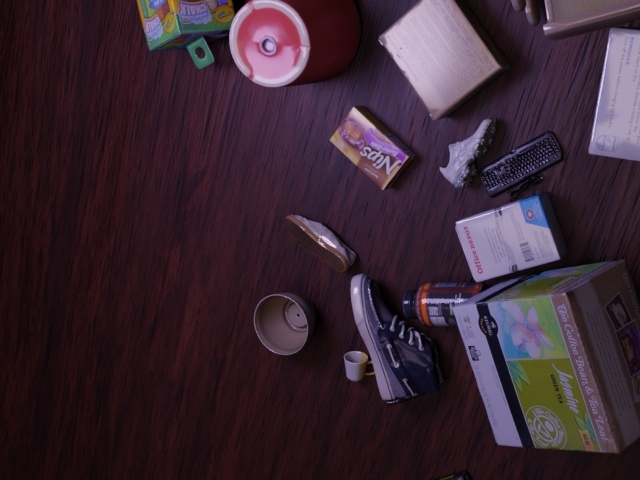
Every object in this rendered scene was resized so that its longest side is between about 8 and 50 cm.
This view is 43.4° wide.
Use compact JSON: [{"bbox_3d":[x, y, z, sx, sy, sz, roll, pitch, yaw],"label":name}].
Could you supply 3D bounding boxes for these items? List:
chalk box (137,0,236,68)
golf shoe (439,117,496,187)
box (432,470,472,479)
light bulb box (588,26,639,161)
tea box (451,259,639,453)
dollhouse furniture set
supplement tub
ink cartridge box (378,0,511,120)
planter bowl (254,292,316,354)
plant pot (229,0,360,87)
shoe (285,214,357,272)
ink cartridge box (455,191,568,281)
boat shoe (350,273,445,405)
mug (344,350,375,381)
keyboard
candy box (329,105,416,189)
[{"bbox_3d":[-0.336,-0.577,2.007,0.180,0.179,0.289,-7,98,53],"label":"chalk box"},{"bbox_3d":[0.330,-0.209,1.823,0.086,0.069,0.176,38,113,26],"label":"golf shoe"},{"bbox_3d":[0.331,0.696,2.034,0.184,0.045,0.191,-29,87,33],"label":"box"},{"bbox_3d":[0.708,-0.253,1.437,0.360,0.358,0.225,13,109,25],"label":"light bulb box"},{"bbox_3d":[0.499,0.242,1.680,0.323,0.219,0.329,-17,93,55],"label":"tea box"},{"bbox_3d":[0.521,-0.483,1.459,0.361,0.394,0.257,-8,88,29],"label":"dollhouse furniture set"},{"bbox_3d":[0.297,0.150,1.895,0.197,0.106,0.106,-2,100,29],"label":"supplement tub"},{"bbox_3d":[0.275,-0.419,1.790,0.193,0.088,0.235,-36,84,31],"label":"ink cartridge box"},{"bbox_3d":[-0.079,0.207,2.109,0.162,0.109,0.162,6,103,27],"label":"planter bowl"},{"bbox_3d":[-0.073,-0.472,1.849,0.274,0.243,0.275,9,116,18],"label":"plant pot"},{"bbox_3d":[0.000,0.000,2.057,0.219,0.058,0.077,39,147,20],"label":"shoe"},{"bbox_3d":[0.426,-0.008,1.800,0.203,0.086,0.148,-18,93,31],"label":"ink cartridge box"},{"bbox_3d":[0.194,0.231,1.971,0.158,0.127,0.341,-14,102,24],"label":"boat shoe"},{"bbox_3d":[0.097,0.330,2.071,0.078,0.062,0.064,15,116,32],"label":"mug"},{"bbox_3d":[0.447,-0.156,1.785,0.192,0.038,0.100,-31,86,31],"label":"keyboard"},{"bbox_3d":[0.125,-0.223,1.936,0.187,0.053,0.109,46,118,14],"label":"candy box"}]
